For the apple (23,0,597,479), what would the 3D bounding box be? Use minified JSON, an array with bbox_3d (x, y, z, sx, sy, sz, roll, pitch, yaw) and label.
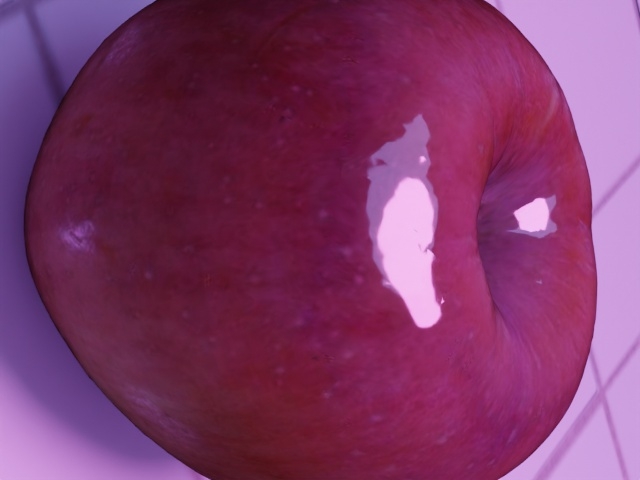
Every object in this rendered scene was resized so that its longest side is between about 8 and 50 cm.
[{"bbox_3d":[0.000,0.000,0.930,0.305,0.235,0.306,5,85,-58],"label":"apple"}]
